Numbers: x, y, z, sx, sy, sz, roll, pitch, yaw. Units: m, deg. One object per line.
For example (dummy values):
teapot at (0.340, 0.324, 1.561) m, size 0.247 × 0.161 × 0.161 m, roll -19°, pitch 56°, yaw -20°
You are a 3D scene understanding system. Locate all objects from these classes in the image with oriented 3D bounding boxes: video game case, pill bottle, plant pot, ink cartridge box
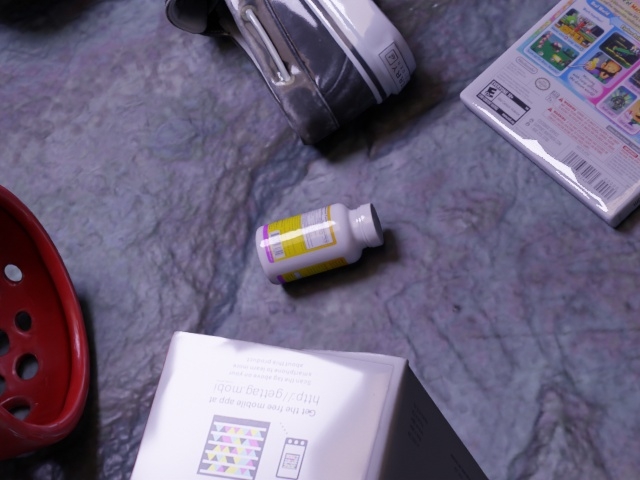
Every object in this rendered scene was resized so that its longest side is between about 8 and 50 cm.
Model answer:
video game case at (0.199, -0.103, 1.128) m, size 0.143 × 0.019 × 0.157 m, roll -42°, pitch 56°, yaw -6°
pill bottle at (0.000, 0.000, 1.130) m, size 0.083 × 0.043 × 0.043 m, roll -16°, pitch 58°, yaw 11°
plant pot at (-0.276, 0.071, 1.115) m, size 0.174 × 0.191 × 0.191 m, roll -20°, pitch 57°, yaw 20°
ink cartridge box at (-0.001, 0.235, 0.844) m, size 0.130 × 0.309 × 0.272 m, roll 5°, pitch 64°, yaw 23°

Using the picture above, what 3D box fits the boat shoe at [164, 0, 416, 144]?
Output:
boat shoe at (-0.071, -0.207, 1.220) m, size 0.119 × 0.121 × 0.335 m, roll -37°, pitch 60°, yaw -6°
